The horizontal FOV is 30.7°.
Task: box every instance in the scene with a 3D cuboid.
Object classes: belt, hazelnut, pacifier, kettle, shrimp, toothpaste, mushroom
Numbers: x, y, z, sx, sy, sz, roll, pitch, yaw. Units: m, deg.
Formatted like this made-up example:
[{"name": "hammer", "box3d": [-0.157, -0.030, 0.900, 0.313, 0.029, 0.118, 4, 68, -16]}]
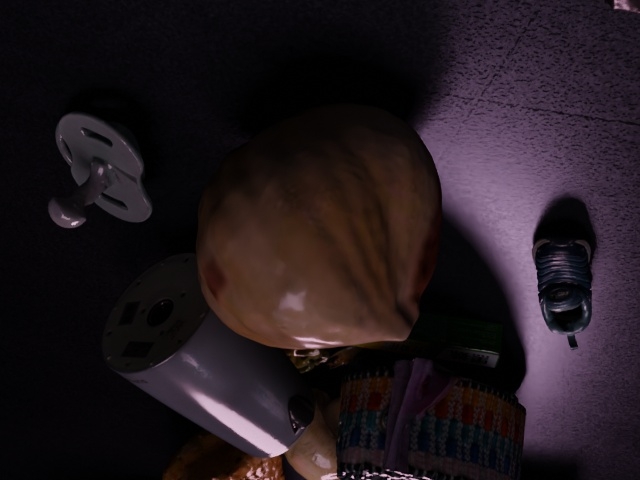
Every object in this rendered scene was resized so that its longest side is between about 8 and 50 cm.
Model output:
[{"name": "belt", "box3d": [0.129, 0.231, 1.423, 0.207, 0.160, 0.295, -8, 155, 39]}, {"name": "hazelnut", "box3d": [0.000, 0.000, 1.104, 0.261, 0.261, 0.241, -34, 89, 42]}, {"name": "pacifier", "box3d": [-0.239, -0.063, 1.192, 0.127, 0.116, 0.150, 30, 149, 16]}, {"name": "kettle", "box3d": [-0.137, 0.149, 1.363, 0.210, 0.160, 0.243, -3, 141, 38]}, {"name": "shrimp", "box3d": [0.065, 0.149, 1.461, 0.114, 0.023, 0.083, -26, 133, 32]}, {"name": "toothpaste", "box3d": [0.125, 0.112, 1.384, 0.178, 0.043, 0.037, 9, 142, 1]}, {"name": "mushroom", "box3d": [0.010, 0.257, 1.525, 0.112, 0.148, 0.148, -45, 122, 9]}]

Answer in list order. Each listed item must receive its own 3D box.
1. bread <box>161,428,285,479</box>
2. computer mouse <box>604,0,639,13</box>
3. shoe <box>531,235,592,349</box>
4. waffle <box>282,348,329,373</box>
[{"name": "bread", "box3d": [-0.123, 0.406, 1.691, 0.109, 0.185, 0.380, 35, 144, 35]}, {"name": "computer mouse", "box3d": [0.267, -0.253, 0.868, 0.122, 0.073, 0.217, 2, 148, 14]}, {"name": "shoe", "box3d": [0.261, 0.050, 1.254, 0.064, 0.071, 0.143, -2, 136, 14]}, {"name": "waffle", "box3d": [-0.085, 0.117, 1.443, 0.169, 0.036, 0.183, -19, 133, 27]}]
